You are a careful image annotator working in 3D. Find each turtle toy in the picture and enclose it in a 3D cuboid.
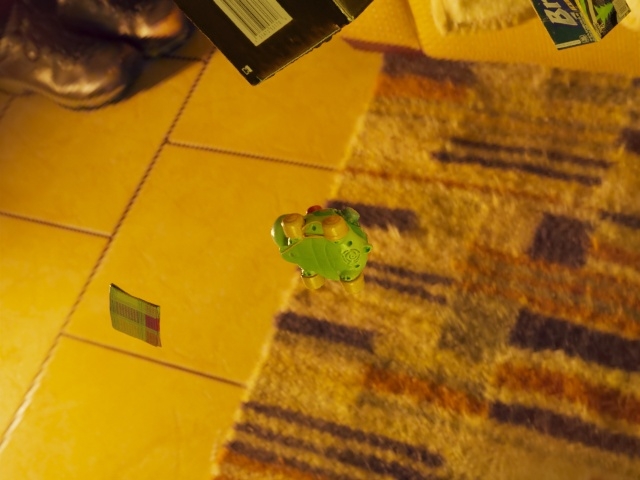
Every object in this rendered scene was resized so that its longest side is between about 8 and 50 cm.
[{"bbox_3d":[0.000,0.000,1.063,0.130,0.095,0.066,5,40,31],"label":"turtle toy"}]

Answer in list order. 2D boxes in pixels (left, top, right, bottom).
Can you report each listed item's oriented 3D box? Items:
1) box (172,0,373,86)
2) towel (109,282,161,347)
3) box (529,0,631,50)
[{"bbox_3d":[0.002,-0.201,0.659,0.158,0.093,0.156,-50,15,-23],"label":"box"},{"bbox_3d":[-0.190,0.078,1.026,0.060,0.083,0.009,23,54,10],"label":"towel"},{"bbox_3d":[0.211,-0.260,0.907,0.054,0.169,0.059,-42,19,-21],"label":"box"}]
